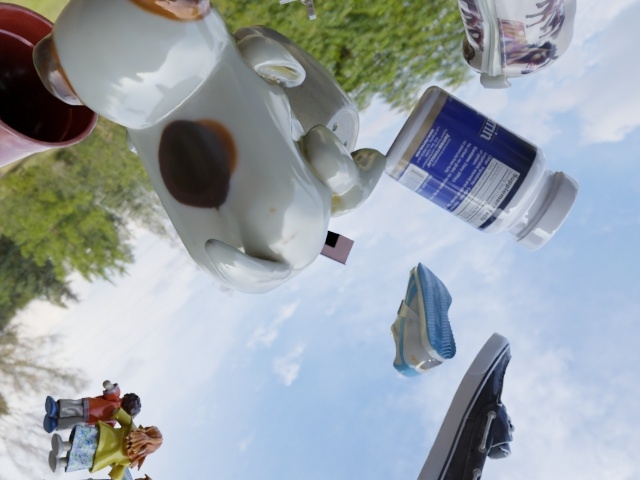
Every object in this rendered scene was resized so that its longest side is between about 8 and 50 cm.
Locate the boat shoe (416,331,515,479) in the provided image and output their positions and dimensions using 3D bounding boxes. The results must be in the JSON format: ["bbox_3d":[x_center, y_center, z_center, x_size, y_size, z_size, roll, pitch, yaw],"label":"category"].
[{"bbox_3d":[0.229,0.275,0.944,0.301,0.102,0.108,-56,159,-28],"label":"boat shoe"}]

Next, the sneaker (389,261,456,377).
[{"bbox_3d":[0.157,0.121,1.061,0.092,0.087,0.228,-41,-161,29],"label":"sneaker"}]

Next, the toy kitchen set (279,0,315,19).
[{"bbox_3d":[-0.061,-0.603,1.673,0.083,0.075,0.068,-13,-176,2],"label":"toy kitchen set"}]

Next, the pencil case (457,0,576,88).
[{"bbox_3d":[0.221,-0.379,0.807,0.160,0.410,0.183,29,-106,35],"label":"pencil case"}]

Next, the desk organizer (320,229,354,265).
[{"bbox_3d":[0.000,0.000,1.215,0.047,0.130,0.050,19,-94,48],"label":"desk organizer"}]

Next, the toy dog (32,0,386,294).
[{"bbox_3d":[-0.162,-0.144,0.836,0.285,0.407,0.395,-25,-158,30],"label":"toy dog"}]

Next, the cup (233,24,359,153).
[{"bbox_3d":[-0.064,-0.226,1.290,0.331,0.237,0.331,-48,152,-35],"label":"cup"}]

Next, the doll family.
[{"bbox_3d":[-0.310,0.337,0.938,0.118,0.163,0.262,27,-74,49],"label":"doll family"}]

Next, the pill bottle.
[{"bbox_3d":[0.237,-0.103,0.981,0.153,0.265,0.153,-59,-179,1],"label":"pill bottle"}]

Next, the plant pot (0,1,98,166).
[{"bbox_3d":[-0.610,-0.254,1.224,0.265,0.272,0.272,-20,-151,31],"label":"plant pot"}]
